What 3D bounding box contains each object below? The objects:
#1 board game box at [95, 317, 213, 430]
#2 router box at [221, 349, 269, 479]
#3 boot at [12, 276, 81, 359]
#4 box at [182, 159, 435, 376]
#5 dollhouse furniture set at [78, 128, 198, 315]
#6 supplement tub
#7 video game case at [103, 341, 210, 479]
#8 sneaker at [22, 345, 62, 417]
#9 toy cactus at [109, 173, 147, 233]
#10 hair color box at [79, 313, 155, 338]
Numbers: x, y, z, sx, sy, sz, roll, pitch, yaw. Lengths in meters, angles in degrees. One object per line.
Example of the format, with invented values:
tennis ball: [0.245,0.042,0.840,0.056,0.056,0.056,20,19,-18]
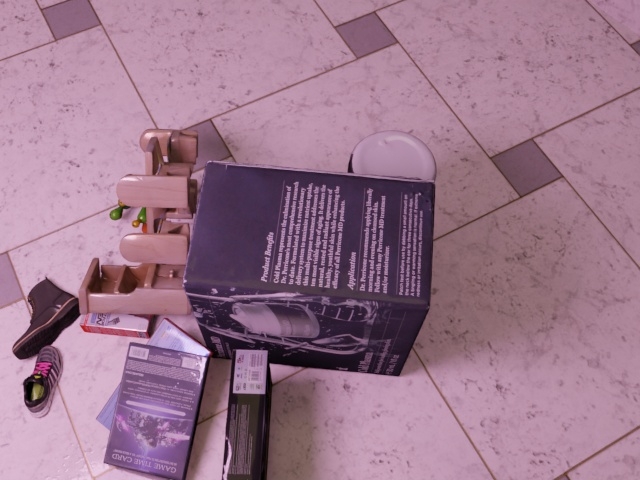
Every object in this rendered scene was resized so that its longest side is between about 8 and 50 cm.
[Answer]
board game box: [-0.381,0.335,1.612,0.145,0.027,0.281,33,87,16]
router box: [-0.154,0.419,1.506,0.081,0.243,0.309,2,61,-1]
boot: [-0.699,0.188,1.719,0.137,0.077,0.198,32,53,20]
box: [-0.019,0.082,1.554,0.471,0.480,0.298,7,63,2]
dollhouse furniture set: [-0.426,-0.037,1.639,0.256,0.394,0.362,1,25,-7]
supplement tub: [0.160,-0.097,1.734,0.207,0.338,0.207,1,62,-1]
video game case: [-0.367,0.381,1.574,0.196,0.026,0.274,9,82,13]
sneaker: [-0.653,0.322,1.639,0.063,0.075,0.170,4,62,1]
toy cactus: [-0.471,-0.119,1.881,0.219,0.112,0.180,-35,49,-16]
hair color box: [-0.497,0.184,1.730,0.167,0.053,0.093,6,61,0]
